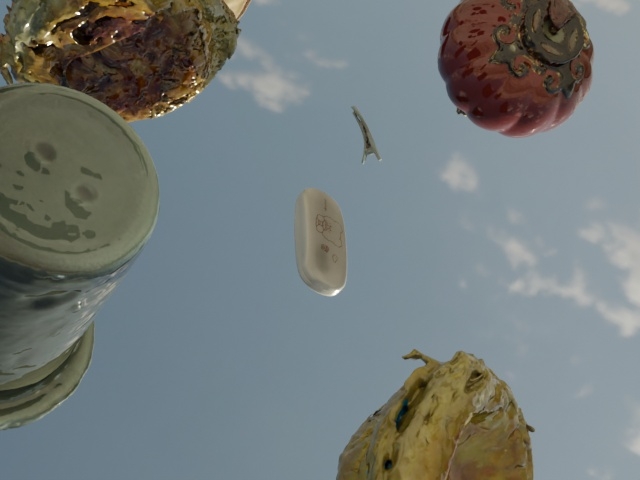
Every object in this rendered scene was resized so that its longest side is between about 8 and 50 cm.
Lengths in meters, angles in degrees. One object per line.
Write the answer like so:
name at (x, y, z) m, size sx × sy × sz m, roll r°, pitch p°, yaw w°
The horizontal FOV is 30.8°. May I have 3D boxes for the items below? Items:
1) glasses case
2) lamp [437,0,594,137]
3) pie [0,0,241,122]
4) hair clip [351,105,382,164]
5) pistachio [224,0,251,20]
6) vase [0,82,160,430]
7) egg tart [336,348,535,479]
glasses case at (0.000, 0.000, 1.705) m, size 0.074 × 0.049 × 0.193 m, roll 27°, pitch -140°, yaw -27°
lamp at (0.272, -0.254, 1.599) m, size 0.227 × 0.227 × 0.227 m, roll 16°, pitch -153°, yaw -8°
pie at (-0.253, -0.255, 1.423) m, size 0.308 × 0.308 × 0.085 m, roll 4°, pitch -132°, yaw -29°
hair clip at (0.077, -0.196, 2.171) m, size 0.039 × 0.115 × 0.030 m, roll -21°, pitch 178°, yaw 4°
pistachio at (-0.222, -0.471, 2.062) m, size 0.230 × 0.309 × 0.230 m, roll 44°, pitch -161°, yaw -19°
vase at (-0.268, 0.015, 1.008) m, size 0.245 × 0.291 × 0.245 m, roll 13°, pitch -120°, yaw -24°
egg tart at (0.123, 0.314, 1.321) m, size 0.169 × 0.387 × 0.388 m, roll -2°, pitch -164°, yaw 29°
